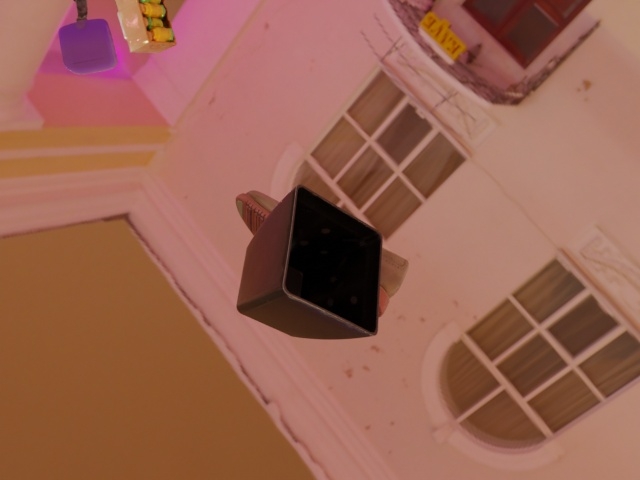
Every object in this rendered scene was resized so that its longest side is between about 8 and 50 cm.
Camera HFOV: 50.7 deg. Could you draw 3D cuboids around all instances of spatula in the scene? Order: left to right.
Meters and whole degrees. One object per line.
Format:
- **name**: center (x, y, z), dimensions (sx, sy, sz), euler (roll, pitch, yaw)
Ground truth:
- **spatula**: center (-0.399, -0.392, 1.125), dimensions (0.084, 0.030, 0.297), euler (-14, -120, -8)

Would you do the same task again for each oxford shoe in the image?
- **oxford shoe**: center (0.000, 0.000, 1.245), dimensions (0.348, 0.123, 0.130), euler (35, -115, 12)

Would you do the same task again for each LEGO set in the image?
- **LEGO set**: center (-0.144, -0.308, 0.589), dimensions (0.132, 0.107, 0.287), euler (64, -168, -62)

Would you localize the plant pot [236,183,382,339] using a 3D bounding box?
- **plant pot**: center (-0.028, 0.058, 1.071), dimensions (0.187, 0.167, 0.188), euler (29, -129, -32)
